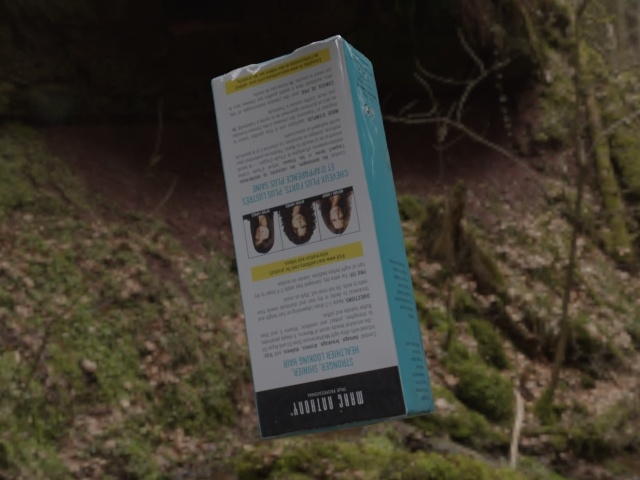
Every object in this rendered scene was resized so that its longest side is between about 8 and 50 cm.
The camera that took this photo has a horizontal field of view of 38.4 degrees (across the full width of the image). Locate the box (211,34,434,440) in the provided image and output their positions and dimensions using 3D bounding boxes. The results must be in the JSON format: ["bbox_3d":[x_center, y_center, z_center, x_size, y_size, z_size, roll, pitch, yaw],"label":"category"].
[{"bbox_3d":[0.000,0.000,0.601,0.100,0.244,0.060,-14,-13,23],"label":"box"}]
